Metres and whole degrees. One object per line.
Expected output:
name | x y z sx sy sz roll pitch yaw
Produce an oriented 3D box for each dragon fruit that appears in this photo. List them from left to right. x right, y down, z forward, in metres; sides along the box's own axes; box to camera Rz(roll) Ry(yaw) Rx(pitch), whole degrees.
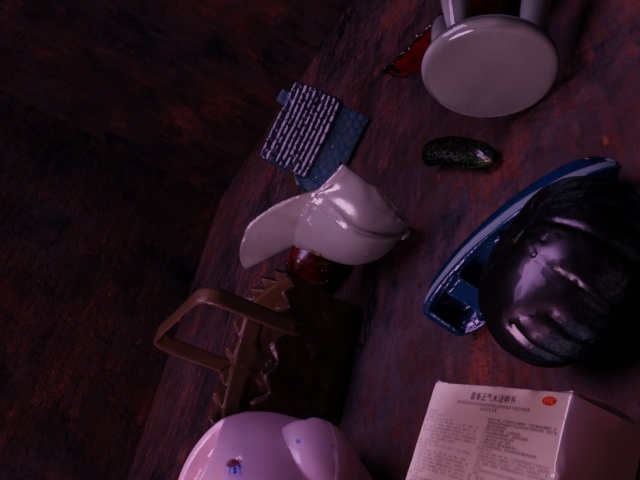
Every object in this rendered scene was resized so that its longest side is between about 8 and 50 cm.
dragon fruit | 0.023 0.025 1.392 0.246 0.125 0.125 -31 19 33
dragon fruit | 0.297 -0.425 1.201 0.282 0.100 0.343 -47 5 -34

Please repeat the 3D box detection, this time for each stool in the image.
stool | 0.255 -0.322 0.997 0.195 0.196 0.198 80 -165 -61

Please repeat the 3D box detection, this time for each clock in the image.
clock | -0.083 0.417 0.853 0.368 0.251 0.376 -59 17 15

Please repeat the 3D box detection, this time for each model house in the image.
model house | -0.047 -0.271 1.789 0.261 0.241 0.226 -64 19 -1

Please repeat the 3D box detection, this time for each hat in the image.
hat | 0.001 -0.008 1.189 0.302 0.168 0.258 -28 -6 3

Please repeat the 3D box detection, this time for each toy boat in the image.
toy boat | 0.239 0.002 0.794 0.299 0.096 0.061 -49 13 33

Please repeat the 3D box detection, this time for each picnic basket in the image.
picnic basket | -0.118 0.198 1.181 0.254 0.321 0.291 -37 33 49

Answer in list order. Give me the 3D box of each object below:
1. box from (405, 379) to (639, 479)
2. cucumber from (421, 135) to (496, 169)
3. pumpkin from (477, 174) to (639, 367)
box | 0.179 0.229 0.628 0.212 0.095 0.168 -20 48 65
cucumber | 0.232 -0.146 1.098 0.215 0.052 0.058 -147 64 -72
pumpkin | 0.245 0.032 0.648 0.202 0.140 0.202 -55 -3 -5
